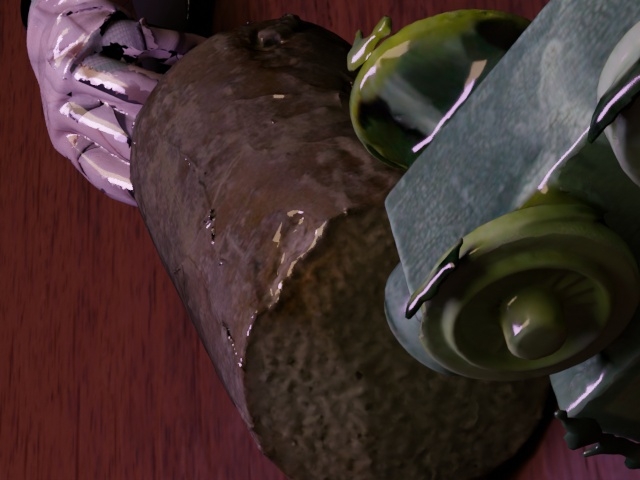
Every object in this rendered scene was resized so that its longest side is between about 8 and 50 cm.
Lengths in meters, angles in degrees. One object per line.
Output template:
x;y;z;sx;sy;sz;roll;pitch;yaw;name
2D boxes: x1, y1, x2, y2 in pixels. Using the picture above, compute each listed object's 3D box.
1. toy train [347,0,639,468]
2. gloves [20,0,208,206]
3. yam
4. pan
0.136;-0.041;0.693;0.272;0.188;0.159;-51;36;35;toy train
-0.129;-0.090;1.195;0.127;0.111;0.212;-59;41;30;gloves
0.000;0.000;0.923;0.161;0.161;0.268;-61;30;18;yam
-0.103;-0.132;1.274;0.235;0.028;0.136;41;113;47;pan
